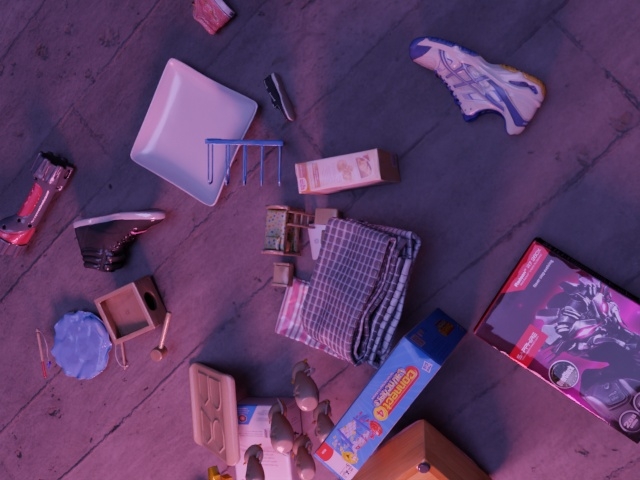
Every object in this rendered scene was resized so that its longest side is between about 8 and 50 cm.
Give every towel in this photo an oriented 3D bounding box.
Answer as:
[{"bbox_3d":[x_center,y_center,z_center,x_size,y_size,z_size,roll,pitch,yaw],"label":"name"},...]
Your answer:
[{"bbox_3d":[0.074,0.095,1.471,0.235,0.121,0.283,21,94,62],"label":"towel"},{"bbox_3d":[-0.007,0.178,1.641,0.197,0.029,0.144,19,99,21],"label":"towel"}]

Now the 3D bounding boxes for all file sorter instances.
[{"bbox_3d":[-0.171,-0.178,1.611,0.170,0.118,0.104,1,98,-4],"label":"file sorter"}]

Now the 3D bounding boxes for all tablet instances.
[{"bbox_3d":[0.000,0.000,1.641,0.054,0.006,0.083,-9,89,23],"label":"tablet"}]

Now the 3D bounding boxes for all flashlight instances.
[{"bbox_3d":[-0.789,-0.100,1.919,0.103,0.103,0.304,39,108,19],"label":"flashlight"}]

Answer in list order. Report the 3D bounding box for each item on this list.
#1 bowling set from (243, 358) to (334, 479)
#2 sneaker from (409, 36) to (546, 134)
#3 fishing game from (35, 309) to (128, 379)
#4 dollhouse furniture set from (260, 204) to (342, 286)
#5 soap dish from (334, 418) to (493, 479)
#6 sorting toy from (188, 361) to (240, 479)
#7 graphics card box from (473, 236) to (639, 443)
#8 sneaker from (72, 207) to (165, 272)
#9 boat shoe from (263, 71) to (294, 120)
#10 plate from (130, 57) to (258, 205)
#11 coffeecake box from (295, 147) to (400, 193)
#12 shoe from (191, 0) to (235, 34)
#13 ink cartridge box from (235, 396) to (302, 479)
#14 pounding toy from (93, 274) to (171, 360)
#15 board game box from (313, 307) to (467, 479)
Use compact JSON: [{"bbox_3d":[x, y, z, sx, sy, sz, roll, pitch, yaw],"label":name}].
[{"bbox_3d":[-0.031,0.430,1.555,0.200,0.154,0.287,31,101,-18],"label":"bowling set"},{"bbox_3d":[0.297,-0.313,1.441,0.296,0.112,0.131,29,104,20],"label":"sneaker"},{"bbox_3d":[-0.641,0.278,1.911,0.264,0.041,0.189,-12,88,15],"label":"fishing game"},{"bbox_3d":[-0.044,0.016,1.594,0.161,0.101,0.182,3,87,25],"label":"dollhouse furniture set"},{"bbox_3d":[0.184,0.534,1.488,0.291,0.118,0.229,-41,107,18],"label":"soap dish"},{"bbox_3d":[-0.247,0.456,1.709,0.229,0.041,0.307,-2,93,58],"label":"sorting toy"},{"bbox_3d":[0.516,0.187,1.386,0.371,0.094,0.233,35,105,17],"label":"graphics card box"},{"bbox_3d":[-0.499,0.002,1.805,0.296,0.104,0.147,-9,91,29],"label":"sneaker"},{"bbox_3d":[-0.097,-0.327,1.642,0.038,0.046,0.125,-27,80,22],"label":"boat shoe"},{"bbox_3d":[-0.306,-0.263,1.735,0.277,0.045,0.278,30,103,18],"label":"plate"},{"bbox_3d":[0.061,-0.145,1.533,0.185,0.142,0.068,-8,89,23],"label":"coffeecake box"},{"bbox_3d":[-0.286,-0.578,1.698,0.081,0.063,0.178,-41,82,14],"label":"shoe"},{"bbox_3d":[-0.123,0.478,1.675,0.148,0.086,0.203,-4,91,22],"label":"ink cartridge box"},{"bbox_3d":[-0.434,0.199,1.795,0.181,0.094,0.206,-24,93,17],"label":"pounding toy"},{"bbox_3d":[0.151,0.300,1.430,0.086,0.308,0.302,38,107,14],"label":"board game box"}]
